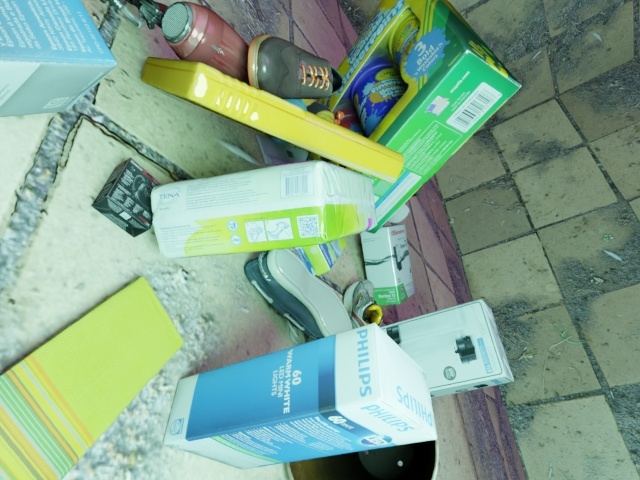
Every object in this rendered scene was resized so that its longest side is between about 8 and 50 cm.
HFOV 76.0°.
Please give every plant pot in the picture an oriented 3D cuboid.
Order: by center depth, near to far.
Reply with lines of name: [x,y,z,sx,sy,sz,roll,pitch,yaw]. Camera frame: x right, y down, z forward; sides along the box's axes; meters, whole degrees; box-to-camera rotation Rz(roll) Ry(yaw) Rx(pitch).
plant pot: [0.083,0.326,0.655,0.230,0.215,0.216,57,22,-57]

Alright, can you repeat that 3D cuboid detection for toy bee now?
toy bee: [-0.040,-0.271,0.913,0.162,0.195,0.298,-32,109,-24]

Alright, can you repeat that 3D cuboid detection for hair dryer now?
hair dryer: [-0.196,-0.319,0.595,0.293,0.080,0.224,32,20,-28]

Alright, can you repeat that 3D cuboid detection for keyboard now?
keyboard: [-0.071,-0.197,0.981,0.256,0.014,0.072,-3,67,-65]

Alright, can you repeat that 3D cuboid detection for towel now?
towel: [-0.221,0.130,0.385,0.102,0.021,0.237,66,23,-16]

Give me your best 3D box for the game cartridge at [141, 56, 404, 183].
game cartridge: [-0.076,-0.183,0.609,0.323,0.053,0.285,15,12,-39]

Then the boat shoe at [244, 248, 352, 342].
boat shoe: [-0.031,0.116,0.712,0.254,0.079,0.095,48,33,-32]

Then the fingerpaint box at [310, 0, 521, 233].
fingerpaint box: [0.153,-0.304,0.941,0.163,0.445,0.371,15,45,-30]

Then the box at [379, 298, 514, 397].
box: [0.253,0.258,0.920,0.087,0.289,0.169,33,43,-49]

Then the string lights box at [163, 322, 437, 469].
string lights box: [-0.024,0.183,0.447,0.133,0.259,0.077,47,31,-39]

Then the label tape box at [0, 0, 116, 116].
label tape box: [-0.362,-0.214,0.279,0.249,0.115,0.348,62,27,-11]

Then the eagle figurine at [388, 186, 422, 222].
eagle figurine: [0.230,-0.208,1.376,0.225,0.226,0.298,34,1,13]

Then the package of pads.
package of pads: [-0.060,-0.043,0.587,0.296,0.229,0.101,-12,96,-72]

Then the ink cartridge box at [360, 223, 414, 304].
ink cartridge box: [0.188,0.062,1.139,0.153,0.086,0.209,-11,93,-61]

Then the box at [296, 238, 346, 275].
box: [0.000,0.000,0.919,0.109,0.042,0.178,62,24,-11]

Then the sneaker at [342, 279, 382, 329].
sneaker: [0.103,0.164,0.928,0.088,0.092,0.225,58,25,-20]

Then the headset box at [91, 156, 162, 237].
headset box: [-0.230,-0.056,0.505,0.062,0.032,0.083,48,30,-38]

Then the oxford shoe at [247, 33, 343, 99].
oxford shoe: [-0.033,-0.275,0.665,0.271,0.098,0.097,-46,142,-64]
